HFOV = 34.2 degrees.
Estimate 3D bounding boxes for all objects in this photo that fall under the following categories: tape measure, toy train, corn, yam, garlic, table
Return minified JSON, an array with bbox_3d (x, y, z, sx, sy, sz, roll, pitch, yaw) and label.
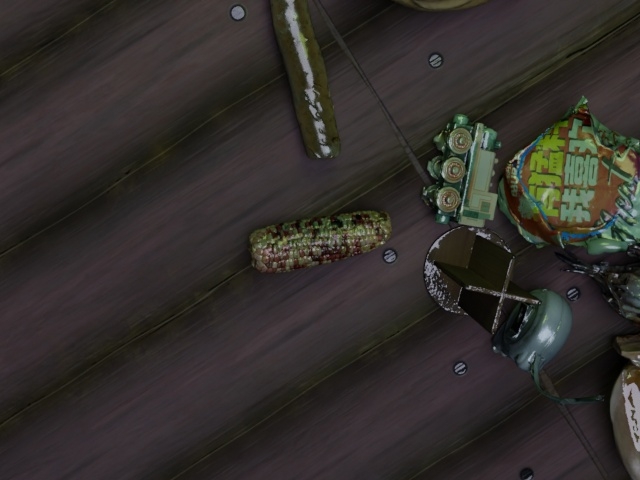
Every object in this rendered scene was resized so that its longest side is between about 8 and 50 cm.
[{"bbox_3d":[0.388,0.173,1.747,0.084,0.330,0.164,24,93,-13],"label":"tape measure"},{"bbox_3d":[0.253,-0.120,1.817,0.125,0.081,0.194,10,95,-19],"label":"toy train"},{"bbox_3d":[0.000,0.000,1.798,0.253,0.086,0.086,-12,100,-8],"label":"corn"},{"bbox_3d":[-0.028,-0.292,1.757,0.071,0.067,0.318,-17,102,-18],"label":"yam"},{"bbox_3d":[0.659,0.312,1.904,0.279,0.132,0.325,-16,98,-4],"label":"garlic"},{"bbox_3d":[0.280,0.071,1.770,0.167,0.227,0.167,-1,99,-7],"label":"table"}]

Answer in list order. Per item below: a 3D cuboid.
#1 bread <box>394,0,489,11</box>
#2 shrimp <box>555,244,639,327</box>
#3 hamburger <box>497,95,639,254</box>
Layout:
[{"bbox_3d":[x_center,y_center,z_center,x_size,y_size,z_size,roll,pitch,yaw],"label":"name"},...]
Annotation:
[{"bbox_3d":[0.193,-0.556,1.650,0.347,0.253,0.376,-11,98,-1],"label":"bread"},{"bbox_3d":[0.601,0.076,1.827,0.372,0.137,0.172,28,87,7],"label":"shrimp"},{"bbox_3d":[0.464,-0.084,1.800,0.276,0.150,0.261,35,92,25],"label":"hamburger"}]
